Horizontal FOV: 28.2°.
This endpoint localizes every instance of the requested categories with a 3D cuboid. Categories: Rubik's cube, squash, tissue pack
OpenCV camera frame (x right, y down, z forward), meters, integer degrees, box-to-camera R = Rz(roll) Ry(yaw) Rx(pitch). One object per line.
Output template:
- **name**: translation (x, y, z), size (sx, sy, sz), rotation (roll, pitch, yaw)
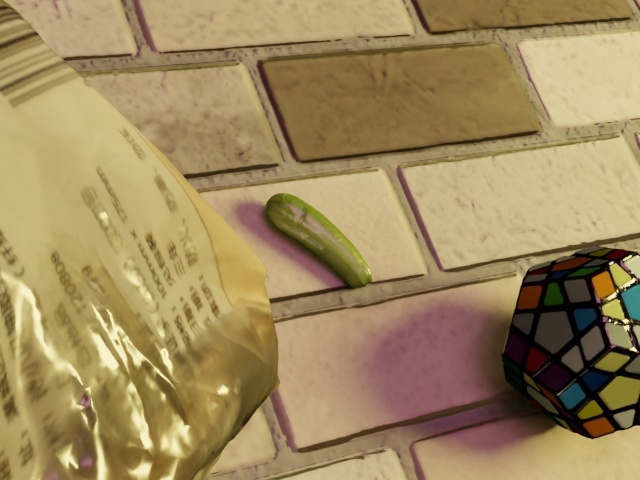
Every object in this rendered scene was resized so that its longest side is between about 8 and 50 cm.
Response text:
- **Rubik's cube**: translation (0.183, 0.066, 0.852), size (0.133, 0.112, 0.133), rotation (11, 59, -19)
- **squash**: translation (0.001, -0.001, 0.858), size (0.089, 0.027, 0.027), rotation (38, 53, -4)
- **tissue pack**: translation (-0.197, 0.016, 0.615), size (0.375, 0.195, 0.390), rotation (45, 27, -2)
